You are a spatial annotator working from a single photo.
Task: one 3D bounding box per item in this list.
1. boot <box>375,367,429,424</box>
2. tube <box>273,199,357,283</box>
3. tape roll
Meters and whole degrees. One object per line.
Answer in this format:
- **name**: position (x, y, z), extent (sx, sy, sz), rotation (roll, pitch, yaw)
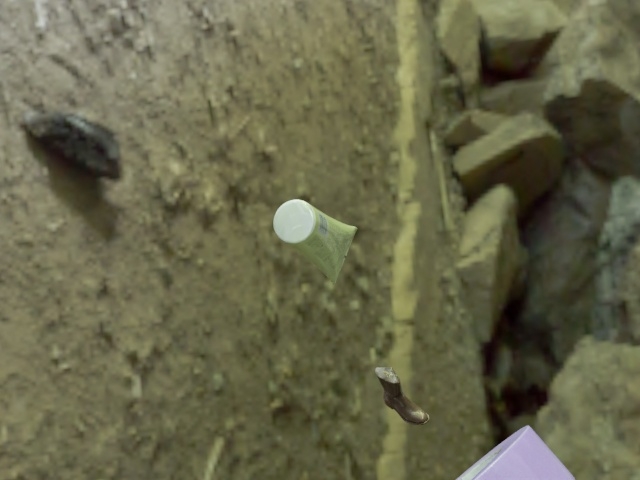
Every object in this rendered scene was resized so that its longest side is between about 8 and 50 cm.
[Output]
- **boot**: position (0.151, 0.286, 2.317), extent (0.037, 0.106, 0.114), rotation (-49, 147, -28)
- **tube**: position (0.000, 0.000, 1.773), extent (0.062, 0.070, 0.240), rotation (64, 12, 19)
- **tape roll**: position (0.181, 0.349, 1.541), extent (0.090, 0.275, 0.275), rotation (49, 11, 9)
